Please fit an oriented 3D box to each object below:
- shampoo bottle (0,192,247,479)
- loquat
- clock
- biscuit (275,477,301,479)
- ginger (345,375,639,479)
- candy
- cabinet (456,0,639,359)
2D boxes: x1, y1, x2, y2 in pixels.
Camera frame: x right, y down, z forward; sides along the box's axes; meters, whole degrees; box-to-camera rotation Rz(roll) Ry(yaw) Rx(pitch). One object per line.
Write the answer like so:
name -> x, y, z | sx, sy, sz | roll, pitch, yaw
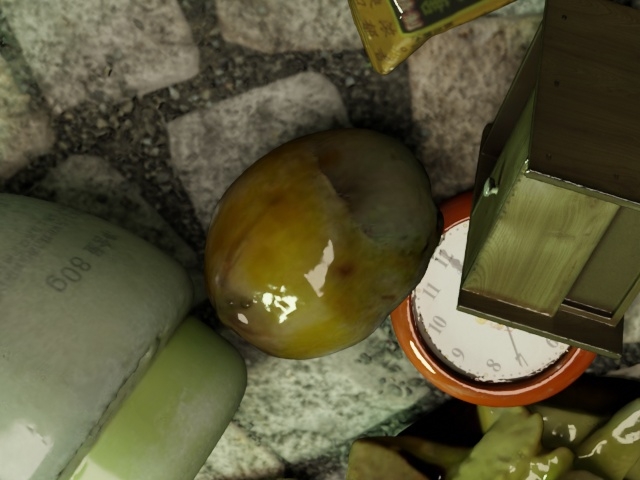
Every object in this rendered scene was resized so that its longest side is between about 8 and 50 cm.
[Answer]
shampoo bottle -> -0.249, 0.128, 1.104 | 0.317, 0.322, 0.322 | 37, 114, -4
loquat -> 0.000, 0.000, 1.099 | 0.179, 0.179, 0.227 | 40, 105, -14
clock -> 0.164, 0.053, 1.159 | 0.205, 0.051, 0.205 | 1, 98, 9
biscuit -> -0.109, 0.288, 1.317 | 0.219, 0.055, 0.061 | -14, 131, 12
ginger -> 0.234, 0.321, 1.219 | 0.413, 0.211, 0.358 | -2, 118, 6
candy -> 0.143, -0.244, 1.008 | 0.271, 0.101, 0.143 | -22, 121, 9
cabinet -> 0.205, -0.055, 0.998 | 0.148, 0.215, 0.175 | 16, 140, -2
